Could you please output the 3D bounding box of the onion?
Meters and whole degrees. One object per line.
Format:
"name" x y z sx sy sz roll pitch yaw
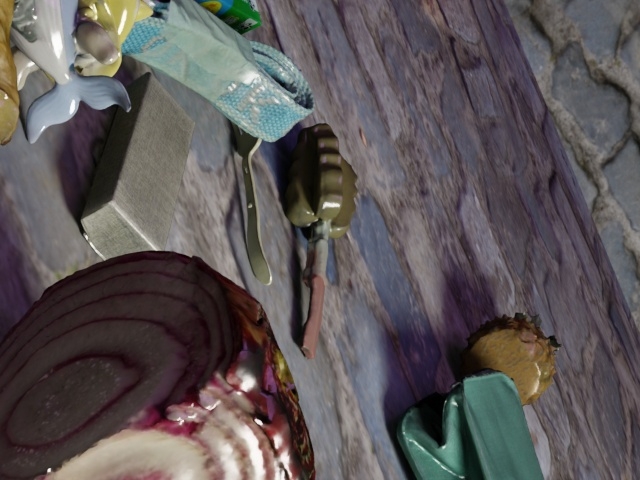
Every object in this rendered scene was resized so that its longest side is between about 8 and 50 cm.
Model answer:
"onion" -0.111 0.134 0.948 0.206 0.216 0.207 -111 177 -57

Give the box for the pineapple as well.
"pineapple" 0.263 0.153 1.945 0.128 0.128 0.248 67 16 2

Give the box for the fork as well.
"fork" -0.068 -0.053 1.473 0.028 0.034 0.219 24 45 -49

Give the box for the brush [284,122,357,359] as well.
"brush" 0.000 0.000 1.546 0.084 0.071 0.301 53 30 -40

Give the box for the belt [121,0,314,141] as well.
"belt" -0.117 -0.181 1.393 0.302 0.072 0.087 26 42 -48

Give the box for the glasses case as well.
"glasses case" -0.157 -0.060 1.244 0.071 0.047 0.205 50 27 -28

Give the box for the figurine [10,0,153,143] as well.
"figurine" -0.205 -0.185 1.164 0.184 0.128 0.208 20 58 -66

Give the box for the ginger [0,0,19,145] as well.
"ginger" -0.256 -0.250 1.032 0.122 0.363 0.348 24 88 -34

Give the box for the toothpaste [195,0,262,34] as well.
"toothpaste" -0.150 -0.261 1.446 0.267 0.065 0.050 18 52 -64

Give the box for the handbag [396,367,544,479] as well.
"handbag" 0.190 0.292 1.657 0.274 0.100 0.269 70 17 6
